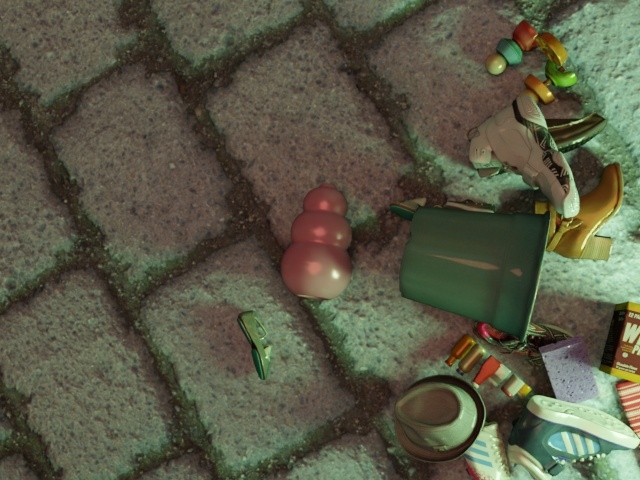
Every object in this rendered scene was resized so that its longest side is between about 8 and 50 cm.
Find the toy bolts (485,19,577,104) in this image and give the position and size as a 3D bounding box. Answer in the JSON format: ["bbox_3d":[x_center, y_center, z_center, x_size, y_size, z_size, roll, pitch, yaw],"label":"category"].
[{"bbox_3d":[0.563,-0.487,1.794,0.158,0.218,0.228,-41,64,12],"label":"toy bolts"}]

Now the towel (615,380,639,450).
[{"bbox_3d":[0.948,0.494,1.766,0.199,0.031,0.274,-20,83,10],"label":"towel"}]

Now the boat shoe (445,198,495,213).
[{"bbox_3d":[0.432,-0.096,1.870,0.142,0.049,0.040,13,71,8],"label":"boat shoe"}]

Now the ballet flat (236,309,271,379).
[{"bbox_3d":[-0.184,0.310,1.947,0.068,0.072,0.213,-21,87,-22],"label":"ballet flat"}]

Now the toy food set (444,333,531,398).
[{"bbox_3d":[0.464,0.376,1.808,0.232,0.111,0.104,41,92,11],"label":"toy food set"}]

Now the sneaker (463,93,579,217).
[{"bbox_3d":[0.515,-0.190,1.682,0.210,0.137,0.365,-25,62,18],"label":"sneaker"}]

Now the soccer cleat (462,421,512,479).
[{"bbox_3d":[0.463,0.590,1.792,0.143,0.116,0.331,-41,80,21],"label":"soccer cleat"}]

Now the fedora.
[{"bbox_3d":[0.300,0.468,1.764,0.276,0.124,0.243,-4,60,34],"label":"fedora"}]

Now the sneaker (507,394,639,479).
[{"bbox_3d":[0.671,0.572,1.768,0.323,0.130,0.236,17,104,-4],"label":"sneaker"}]

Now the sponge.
[{"bbox_3d":[0.678,0.359,1.765,0.117,0.031,0.210,-21,117,10],"label":"sponge"}]

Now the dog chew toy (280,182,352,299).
[{"bbox_3d":[0.000,0.000,1.867,0.207,0.206,0.331,7,81,10],"label":"dog chew toy"}]

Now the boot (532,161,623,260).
[{"bbox_3d":[0.706,-0.091,1.803,0.220,0.109,0.283,11,97,14],"label":"boot"}]

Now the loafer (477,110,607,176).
[{"bbox_3d":[0.602,-0.292,1.800,0.366,0.134,0.130,-18,83,9],"label":"loafer"}]

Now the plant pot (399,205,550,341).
[{"bbox_3d":[0.397,0.063,1.705,0.334,0.341,0.341,11,90,16],"label":"plant pot"}]

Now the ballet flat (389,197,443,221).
[{"bbox_3d":[0.310,-0.075,1.880,0.222,0.077,0.079,28,74,5],"label":"ballet flat"}]

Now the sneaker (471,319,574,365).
[{"bbox_3d":[0.568,0.280,1.797,0.299,0.112,0.120,13,90,9],"label":"sneaker"}]

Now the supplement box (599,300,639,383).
[{"bbox_3d":[0.833,0.272,1.700,0.129,0.191,0.194,15,86,17],"label":"supplement box"}]
